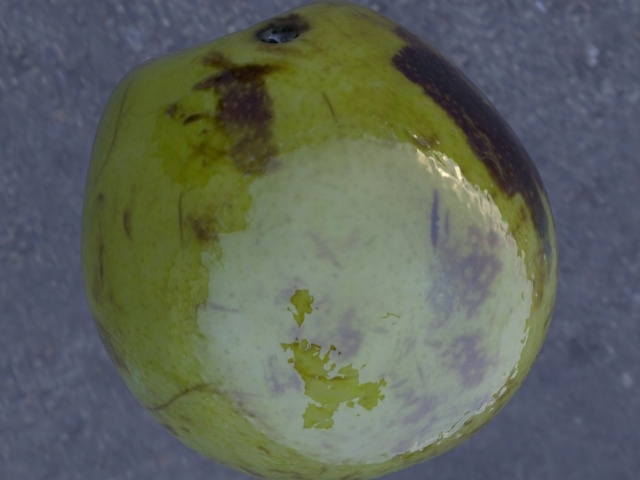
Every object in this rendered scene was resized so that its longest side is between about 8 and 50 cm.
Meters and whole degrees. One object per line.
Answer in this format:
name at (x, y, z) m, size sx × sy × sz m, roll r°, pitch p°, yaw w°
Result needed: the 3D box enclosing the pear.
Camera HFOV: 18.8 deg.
pear at (0.000, 0.000, 1.089) m, size 0.283 × 0.283 × 0.284 m, roll -13°, pitch 129°, yaw -17°
